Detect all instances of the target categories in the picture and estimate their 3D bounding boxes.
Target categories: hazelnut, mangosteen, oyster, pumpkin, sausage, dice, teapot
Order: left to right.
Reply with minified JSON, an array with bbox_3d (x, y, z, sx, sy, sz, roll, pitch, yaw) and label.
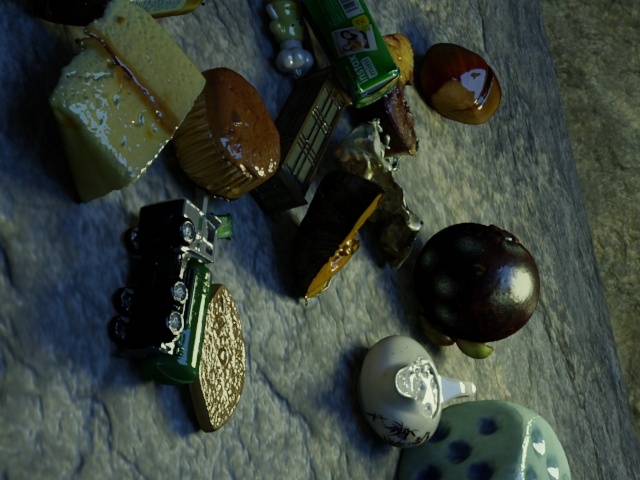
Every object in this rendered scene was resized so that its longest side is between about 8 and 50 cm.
[{"bbox_3d":[-0.293,-0.356,1.298,0.317,0.125,0.117,-29,102,-55],"label":"sausage"},{"bbox_3d":[-0.003,-0.003,1.584,0.111,0.278,0.163,37,66,7],"label":"pumpkin"},{"bbox_3d":[0.112,-0.102,1.835,0.351,0.115,0.238,51,18,-59],"label":"oyster"},{"bbox_3d":[0.173,0.278,1.768,0.300,0.166,0.208,6,60,-48],"label":"teapot"},{"bbox_3d":[0.340,-0.389,2.297,0.212,0.181,0.181,35,68,-35],"label":"hazelnut"},{"bbox_3d":[0.324,0.103,1.997,0.288,0.288,0.288,31,52,-50],"label":"mangosteen"},{"bbox_3d":[0.323,0.487,1.811,0.268,0.263,0.264,59,35,-28],"label":"dice"}]

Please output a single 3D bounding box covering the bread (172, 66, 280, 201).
[{"bbox_3d":[-0.143,-0.167,1.449,0.199,0.104,0.199,37,39,-38],"label":"bread"}]

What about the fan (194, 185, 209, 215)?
[{"bbox_3d":[-0.188,0.040,1.395,0.057,0.023,0.282,38,49,-45],"label":"fan"}]

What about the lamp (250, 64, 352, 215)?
[{"bbox_3d":[-0.035,-0.184,1.675,0.089,0.090,0.325,56,35,-29],"label":"lamp"}]

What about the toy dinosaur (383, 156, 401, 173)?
[{"bbox_3d":[0.148,-0.178,2.030,0.083,0.031,0.047,60,32,-25],"label":"toy dinosaur"}]

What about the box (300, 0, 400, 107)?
[{"bbox_3d":[0.055,-0.383,1.792,0.250,0.103,0.180,63,1,2],"label":"box"}]

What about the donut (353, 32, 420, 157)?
[{"bbox_3d":[0.120,-0.312,1.961,0.151,0.112,0.295,31,48,-45],"label":"donut"}]

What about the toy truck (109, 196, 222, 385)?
[{"bbox_3d":[-0.202,0.070,1.282,0.125,0.101,0.242,38,49,-51],"label":"toy truck"}]

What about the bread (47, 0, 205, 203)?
[{"bbox_3d":[-0.280,-0.191,1.232,0.178,0.135,0.240,51,42,-29],"label":"bread"}]

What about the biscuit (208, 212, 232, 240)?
[{"bbox_3d":[-0.155,-0.021,1.458,0.089,0.016,0.046,-9,96,-73],"label":"biscuit"}]

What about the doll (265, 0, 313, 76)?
[{"bbox_3d":[-0.056,-0.382,1.749,0.106,0.062,0.162,-1,79,-54],"label":"doll"}]

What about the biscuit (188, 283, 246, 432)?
[{"bbox_3d":[-0.152,0.171,1.376,0.142,0.029,0.220,34,51,-61],"label":"biscuit"}]
